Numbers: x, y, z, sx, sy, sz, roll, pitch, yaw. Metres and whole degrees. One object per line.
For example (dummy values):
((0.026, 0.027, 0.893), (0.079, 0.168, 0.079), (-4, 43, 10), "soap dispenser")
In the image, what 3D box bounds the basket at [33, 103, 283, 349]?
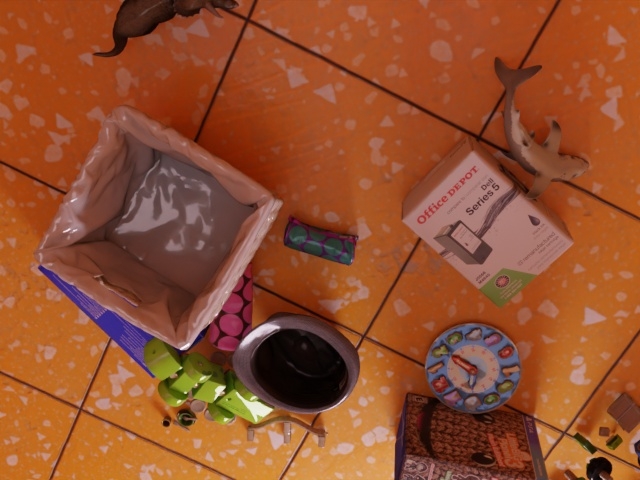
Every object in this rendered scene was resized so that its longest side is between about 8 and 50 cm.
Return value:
((-0.282, -0.031, 1.537), (0.328, 0.266, 0.331), (31, 96, 2), "basket")

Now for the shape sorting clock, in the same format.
((0.326, 0.275, 1.754), (0.206, 0.040, 0.206), (3, 105, 11), "shape sorting clock")

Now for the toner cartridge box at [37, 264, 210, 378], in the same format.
((-0.419, 0.120, 1.769), (0.165, 0.075, 0.348), (-38, 103, 19), "toner cartridge box")

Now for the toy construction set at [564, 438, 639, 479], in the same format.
((0.692, 0.610, 1.725), (0.257, 0.237, 0.309), (-22, 120, -16), "toy construction set")

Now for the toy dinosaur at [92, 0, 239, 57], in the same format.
((-0.303, -0.426, 1.487), (0.313, 0.160, 0.121), (-17, 109, 12), "toy dinosaur")

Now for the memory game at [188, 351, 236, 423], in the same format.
((-0.219, 0.333, 1.854), (0.186, 0.012, 0.186), (-1, 111, -3), "memory game")

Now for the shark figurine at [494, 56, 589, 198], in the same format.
((0.374, -0.193, 1.542), (0.166, 0.116, 0.278), (-44, 113, -14), "shark figurine")

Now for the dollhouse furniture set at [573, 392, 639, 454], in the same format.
((0.630, 0.401, 1.791), (0.151, 0.058, 0.076), (-44, 94, 1), "dollhouse furniture set")

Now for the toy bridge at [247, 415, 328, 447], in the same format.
((-0.075, 0.436, 1.885), (0.188, 0.026, 0.063), (3, 111, 5), "toy bridge")

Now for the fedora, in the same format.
((-0.046, 0.239, 1.746), (0.275, 0.124, 0.244), (34, 114, -17), "fedora")

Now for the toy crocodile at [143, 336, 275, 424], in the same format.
((-0.236, 0.306, 1.769), (0.340, 0.105, 0.115), (31, 116, -33), "toy crocodile")

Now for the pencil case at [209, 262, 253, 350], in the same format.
((-0.195, 0.136, 1.743), (0.098, 0.095, 0.209), (-11, 113, -27), "pencil case")

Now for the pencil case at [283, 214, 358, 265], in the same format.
((0.000, 0.000, 1.677), (0.151, 0.064, 0.070), (16, 129, 0), "pencil case")

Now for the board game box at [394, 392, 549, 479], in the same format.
((0.310, 0.468, 1.742), (0.290, 0.232, 0.141), (10, 112, 2), "board game box")

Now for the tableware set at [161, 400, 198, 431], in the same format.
((-0.319, 0.374, 1.889), (0.104, 0.024, 0.154), (29, 113, -5), "tableware set")

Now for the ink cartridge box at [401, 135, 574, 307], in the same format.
((0.319, -0.037, 1.598), (0.273, 0.115, 0.198), (40, 111, -10), "ink cartridge box")
